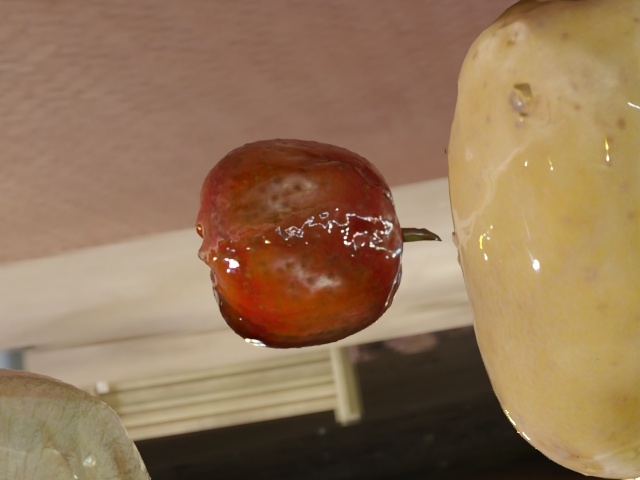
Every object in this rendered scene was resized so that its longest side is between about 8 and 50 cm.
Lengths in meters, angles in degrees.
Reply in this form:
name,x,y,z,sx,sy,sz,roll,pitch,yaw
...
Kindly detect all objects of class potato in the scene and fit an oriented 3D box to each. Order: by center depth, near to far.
name,x,y,z,sx,sy,sz,roll,pitch,yaw
potato,0.102,-0.002,0.499,0.109,0.178,0.118,-3,-151,18

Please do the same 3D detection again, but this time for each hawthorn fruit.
name,x,y,z,sx,sy,sz,roll,pitch,yaw
hawthorn fruit,0.000,0.000,1.244,0.200,0.179,0.179,-4,170,8

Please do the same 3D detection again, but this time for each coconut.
name,x,y,z,sx,sy,sz,roll,pitch,yaw
coconut,-0.280,0.256,1.295,0.297,0.297,0.254,-7,-170,-14
